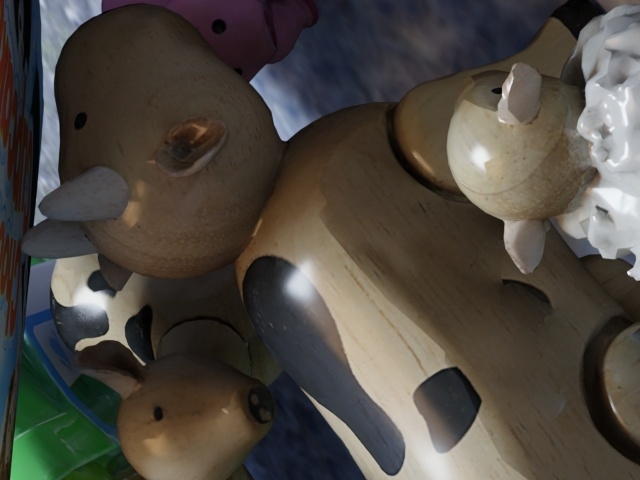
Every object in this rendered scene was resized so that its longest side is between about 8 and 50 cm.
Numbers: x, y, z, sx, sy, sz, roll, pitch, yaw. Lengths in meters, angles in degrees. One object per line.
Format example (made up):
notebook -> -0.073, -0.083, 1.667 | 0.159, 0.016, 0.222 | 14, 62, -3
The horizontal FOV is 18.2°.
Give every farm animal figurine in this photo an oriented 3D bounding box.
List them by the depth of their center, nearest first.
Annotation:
farm animal figurine -> 0.000, 0.000, 0.617 | 0.327, 0.172, 0.330 | 43, 150, 23

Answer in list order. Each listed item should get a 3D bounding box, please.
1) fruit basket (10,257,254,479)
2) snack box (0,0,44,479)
fruit basket -> -0.061, 0.158, 0.825 | 0.353, 0.327, 0.165 | 44, 106, 8
snack box -> -0.116, -0.060, 0.568 | 0.322, 0.060, 0.187 | 100, 172, -58
